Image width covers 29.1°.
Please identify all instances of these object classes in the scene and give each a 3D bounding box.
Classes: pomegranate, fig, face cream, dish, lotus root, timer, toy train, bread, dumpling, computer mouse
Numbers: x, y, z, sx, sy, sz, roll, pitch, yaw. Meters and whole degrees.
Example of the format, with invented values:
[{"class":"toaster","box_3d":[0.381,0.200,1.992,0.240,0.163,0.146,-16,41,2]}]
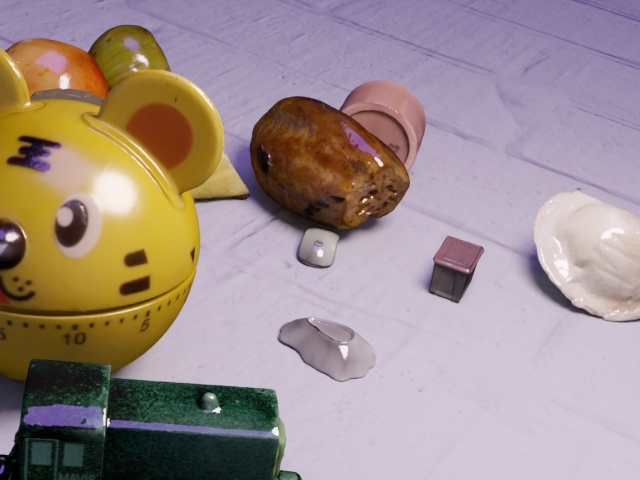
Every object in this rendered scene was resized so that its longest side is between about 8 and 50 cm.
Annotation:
[{"class":"pomegranate","box_3d":[-0.420,-0.213,1.884,0.209,0.209,0.209,8,30,-5]},{"class":"fig","box_3d":[-0.346,-0.276,2.115,0.142,0.186,0.148,42,19,-56]},{"class":"face cream","box_3d":[0.095,-0.180,2.047,0.149,0.149,0.104,15,31,6]},{"class":"dish","box_3d":[0.009,0.127,1.607,0.137,0.039,0.091,27,34,22]},{"class":"lotus root","box_3d":[-0.003,-0.119,1.909,0.193,0.193,0.291,-14,37,-36]},{"class":"timer","box_3d":[-0.309,-0.035,1.438,0.376,0.387,0.376,7,28,-4]},{"class":"toy train","box_3d":[-0.174,0.224,1.248,0.330,0.178,0.138,4,30,-9]},{"class":"bread","box_3d":[-0.244,-0.122,1.962,0.178,0.135,0.240,-33,43,-5]},{"class":"dumpling","box_3d":[0.414,0.033,1.824,0.166,0.216,0.126,-39,11,-18]},{"class":"computer mouse","box_3d":[0.000,0.000,1.827,0.055,0.032,0.110,13,30,3]}]

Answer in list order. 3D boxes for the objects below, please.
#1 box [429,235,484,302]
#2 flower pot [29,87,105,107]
[{"class":"box","box_3d":[0.194,0.043,1.789,0.060,0.063,0.085,20,30,12]},{"class":"flower pot","box_3d":[-0.357,-0.086,1.698,0.212,0.203,0.212,7,34,-5]}]
